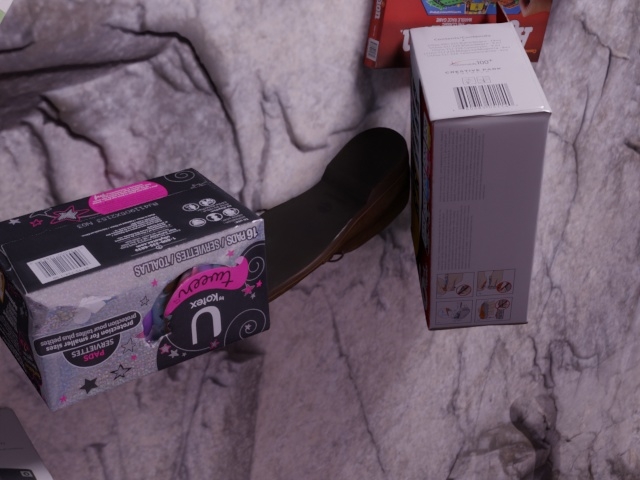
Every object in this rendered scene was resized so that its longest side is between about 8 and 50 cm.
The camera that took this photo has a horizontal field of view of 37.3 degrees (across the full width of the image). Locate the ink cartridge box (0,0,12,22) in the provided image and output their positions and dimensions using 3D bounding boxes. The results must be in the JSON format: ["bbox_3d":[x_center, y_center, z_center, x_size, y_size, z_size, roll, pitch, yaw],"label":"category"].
[{"bbox_3d":[-0.275,-0.295,0.714,0.171,0.056,0.235,35,68,-35],"label":"ink cartridge box"}]

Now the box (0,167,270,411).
[{"bbox_3d":[-0.197,0.044,0.975,0.247,0.163,0.142,-20,124,-28],"label":"box"}]

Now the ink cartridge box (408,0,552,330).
[{"bbox_3d":[0.177,-0.094,1.158,0.130,0.272,0.309,-4,129,1],"label":"ink cartridge box"}]

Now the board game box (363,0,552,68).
[{"bbox_3d":[0.182,-0.289,1.174,0.281,0.027,0.145,-10,122,-34],"label":"board game box"}]

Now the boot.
[{"bbox_3d":[0.000,0.000,1.153,0.305,0.112,0.115,-40,143,-15],"label":"boot"}]

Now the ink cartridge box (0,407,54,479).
[{"bbox_3d":[-0.336,0.344,0.941,0.129,0.307,0.223,4,112,-39],"label":"ink cartridge box"}]
